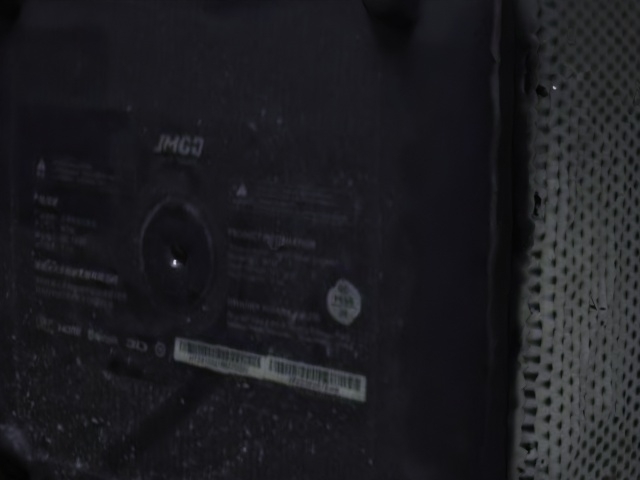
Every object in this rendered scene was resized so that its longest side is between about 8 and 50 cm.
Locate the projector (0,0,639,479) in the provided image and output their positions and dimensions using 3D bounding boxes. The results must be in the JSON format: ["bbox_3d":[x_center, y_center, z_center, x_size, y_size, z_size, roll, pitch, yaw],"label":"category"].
[{"bbox_3d":[0.000,0.000,0.989,0.395,0.405,0.242,8,10,41],"label":"projector"}]
